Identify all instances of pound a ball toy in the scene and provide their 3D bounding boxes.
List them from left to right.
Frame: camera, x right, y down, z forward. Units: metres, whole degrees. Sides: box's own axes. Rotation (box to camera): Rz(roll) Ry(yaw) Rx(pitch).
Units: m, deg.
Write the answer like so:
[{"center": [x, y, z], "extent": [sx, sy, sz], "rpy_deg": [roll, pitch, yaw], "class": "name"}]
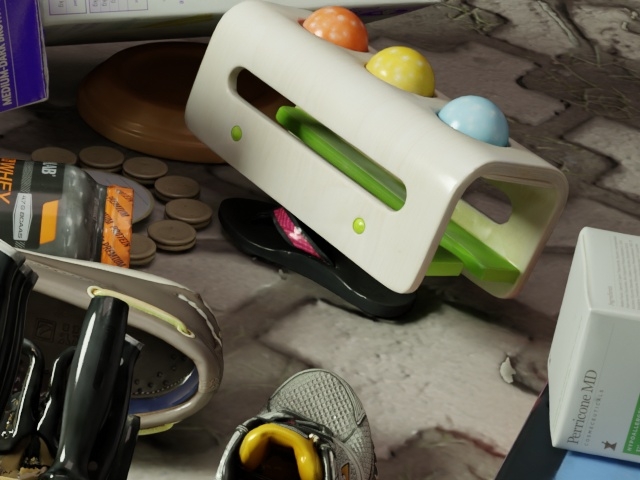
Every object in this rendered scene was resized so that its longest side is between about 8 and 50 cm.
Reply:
[{"center": [0.054, -0.087, 1.307], "extent": [0.208, 0.135, 0.319], "rpy_deg": [5, 26, -45], "class": "pound a ball toy"}]

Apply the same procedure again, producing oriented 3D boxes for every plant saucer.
[{"center": [-0.108, -0.125, 1.486], "extent": [0.200, 0.037, 0.200], "rpy_deg": [7, 28, -4], "class": "plant saucer"}]

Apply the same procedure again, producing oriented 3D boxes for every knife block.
[{"center": [-0.148, 0.147, 0.748], "extent": [0.088, 0.242, 0.275], "rpy_deg": [10, 28, 5], "class": "knife block"}]

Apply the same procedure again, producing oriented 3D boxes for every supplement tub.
[{"center": [-0.220, 0.003, 1.131], "extent": [0.190, 0.117, 0.117], "rpy_deg": [4, 28, -8], "class": "supplement tub"}]

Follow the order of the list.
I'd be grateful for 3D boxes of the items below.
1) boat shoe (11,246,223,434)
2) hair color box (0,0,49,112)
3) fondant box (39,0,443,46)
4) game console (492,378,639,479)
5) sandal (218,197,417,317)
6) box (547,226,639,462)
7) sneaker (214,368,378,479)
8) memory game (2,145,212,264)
[{"center": [-0.218, 0.053, 1.026], "extent": [0.324, 0.116, 0.097], "rpy_deg": [10, 7, -8], "class": "boat shoe"}, {"center": [-0.370, -0.120, 1.111], "extent": [0.339, 0.110, 0.185], "rpy_deg": [-22, 35, -30], "class": "hair color box"}, {"center": [-0.093, -0.223, 1.448], "extent": [0.330, 0.096, 0.238], "rpy_deg": [-7, 4, -18], "class": "fondant box"}, {"center": [0.283, 0.167, 1.023], "extent": [0.342, 0.060, 0.386], "rpy_deg": [17, 30, 16], "class": "game console"}, {"center": [0.000, 0.000, 1.276], "extent": [0.179, 0.040, 0.067], "rpy_deg": [28, 34, 33], "class": "sandal"}, {"center": [0.187, 0.063, 1.024], "extent": [0.087, 0.101, 0.102], "rpy_deg": [10, 29, 1], "class": "box"}, {"center": [-0.012, 0.133, 0.969], "extent": [0.088, 0.092, 0.225], "rpy_deg": [11, 27, 5], "class": "sneaker"}, {"center": [-0.174, -0.027, 1.311], "extent": [0.186, 0.012, 0.186], "rpy_deg": [7, 28, -4], "class": "memory game"}]
